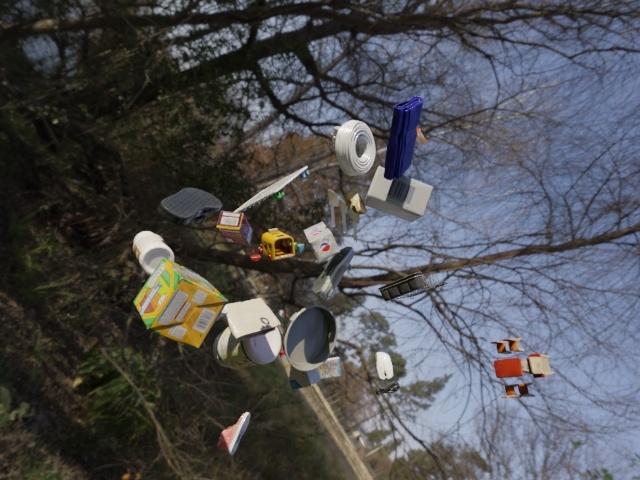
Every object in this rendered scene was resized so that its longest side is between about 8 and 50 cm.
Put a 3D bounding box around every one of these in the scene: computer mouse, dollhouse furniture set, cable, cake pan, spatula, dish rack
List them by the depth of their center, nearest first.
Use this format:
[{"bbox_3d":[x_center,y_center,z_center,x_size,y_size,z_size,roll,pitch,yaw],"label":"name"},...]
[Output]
[{"bbox_3d":[0.092,-0.093,1.710,0.168,0.019,0.242,34,-22,22],"label":"spatula"},{"bbox_3d":[0.398,0.194,1.795,0.208,0.271,0.074,-28,-110,40],"label":"dish rack"},{"bbox_3d":[0.275,0.558,1.840,0.042,0.105,0.193,69,13,-58],"label":"computer mouse"},{"bbox_3d":[-0.050,0.421,1.870,0.054,0.293,0.293,10,-52,50],"label":"cake pan"},{"bbox_3d":[0.892,0.573,1.937,0.259,0.135,0.262,-38,-129,56],"label":"dollhouse furniture set"},{"bbox_3d":[0.168,-0.436,2.018,0.089,0.257,0.257,5,-59,38],"label":"cable"}]

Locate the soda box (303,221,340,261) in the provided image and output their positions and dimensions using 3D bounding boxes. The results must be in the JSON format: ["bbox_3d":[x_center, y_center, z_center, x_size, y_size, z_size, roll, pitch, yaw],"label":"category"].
[{"bbox_3d":[0.000,0.000,1.767,0.286,0.098,0.091,-125,-171,-77],"label":"soda box"}]

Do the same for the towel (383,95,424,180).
[{"bbox_3d":[0.346,-0.413,1.738,0.076,0.227,0.308,23,-52,25],"label":"towel"}]

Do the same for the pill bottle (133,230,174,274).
[{"bbox_3d":[-0.692,0.043,1.753,0.229,0.131,0.131,31,-33,52],"label":"pill bottle"}]

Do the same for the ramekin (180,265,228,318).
[{"bbox_3d":[-0.512,0.242,1.730,0.273,0.127,0.273,44,-2,2],"label":"ramekin"}]

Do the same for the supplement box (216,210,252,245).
[{"bbox_3d":[-0.375,-0.051,1.893,0.188,0.104,0.081,78,20,-67],"label":"supplement box"}]

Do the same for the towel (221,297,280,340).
[{"bbox_3d":[-0.323,0.352,1.941,0.187,0.049,0.282,47,26,27],"label":"towel"}]

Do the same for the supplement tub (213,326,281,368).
[{"bbox_3d":[-0.389,0.545,2.239,0.324,0.235,0.236,-24,-87,39],"label":"supplement tub"}]

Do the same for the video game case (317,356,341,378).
[{"bbox_3d":[0.032,0.734,2.452,0.015,0.166,0.119,-123,-153,-74],"label":"video game case"}]

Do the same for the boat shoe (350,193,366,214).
[{"bbox_3d":[0.128,-0.118,1.488,0.050,0.045,0.135,52,16,-19],"label":"boat shoe"}]

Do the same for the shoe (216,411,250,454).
[{"bbox_3d":[-0.373,0.812,1.830,0.081,0.178,0.063,15,-25,22],"label":"shoe"}]

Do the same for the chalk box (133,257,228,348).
[{"bbox_3d":[-0.461,0.185,1.371,0.179,0.180,0.289,36,-9,-36],"label":"chalk box"}]

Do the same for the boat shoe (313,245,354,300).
[{"bbox_3d":[0.086,0.174,2.318,0.103,0.320,0.118,42,-15,-28],"label":"boat shoe"}]

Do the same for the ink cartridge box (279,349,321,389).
[{"bbox_3d":[-0.104,0.562,1.992,0.134,0.078,0.231,-27,-98,38],"label":"ink cartridge box"}]

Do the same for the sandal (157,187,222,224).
[{"bbox_3d":[-0.571,-0.137,1.848,0.167,0.107,0.446,36,18,2],"label":"sandal"}]

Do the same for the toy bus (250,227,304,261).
[{"bbox_3d":[-0.178,0.008,1.665,0.191,0.202,0.105,-47,136,-68],"label":"toy bus"}]

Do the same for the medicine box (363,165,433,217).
[{"bbox_3d":[0.356,-0.208,2.018,0.263,0.149,0.289,21,-2,3],"label":"medicine box"}]

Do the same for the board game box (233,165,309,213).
[{"bbox_3d":[-0.286,-0.267,2.455,0.050,0.389,0.390,58,36,-14],"label":"board game box"}]

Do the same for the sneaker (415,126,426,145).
[{"bbox_3d":[0.471,-0.602,2.333,0.262,0.121,0.099,45,47,-35],"label":"sneaker"}]
